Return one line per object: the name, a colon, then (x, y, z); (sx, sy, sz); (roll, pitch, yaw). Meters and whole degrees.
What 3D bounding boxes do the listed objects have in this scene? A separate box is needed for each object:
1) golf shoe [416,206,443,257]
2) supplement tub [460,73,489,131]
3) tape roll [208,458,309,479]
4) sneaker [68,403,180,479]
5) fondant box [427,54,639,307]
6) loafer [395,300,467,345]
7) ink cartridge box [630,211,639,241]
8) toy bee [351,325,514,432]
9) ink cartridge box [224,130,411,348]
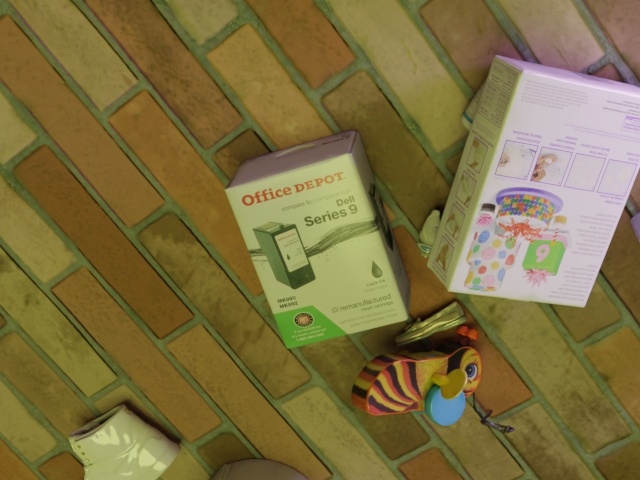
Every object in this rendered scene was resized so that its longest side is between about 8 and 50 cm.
golf shoe: (0.243, 0.002, 1.466); (0.176, 0.069, 0.086); (15, 109, 0)
supplement tub: (0.260, -0.203, 1.367); (0.071, 0.071, 0.107); (30, 116, -5)
tape roll: (-0.120, 0.548, 1.705); (0.246, 0.169, 0.246); (3, 115, 7)
sneaker: (-0.416, 0.426, 1.736); (0.169, 0.108, 0.292); (43, 103, -9)
fondant box: (0.317, -0.077, 1.342); (0.238, 0.096, 0.330); (8, 111, -21)
loafer: (0.179, 0.138, 1.551); (0.125, 0.045, 0.039); (-22, 84, 12)
ink cartridge box: (0.598, 0.005, 1.400); (0.208, 0.087, 0.153); (41, 114, -11)
toy bee: (0.192, 0.215, 1.535); (0.195, 0.298, 0.162); (10, 88, 41)
ink cartridge box: (0.000, 0.000, 1.467); (0.211, 0.121, 0.289); (-16, 110, 14)
